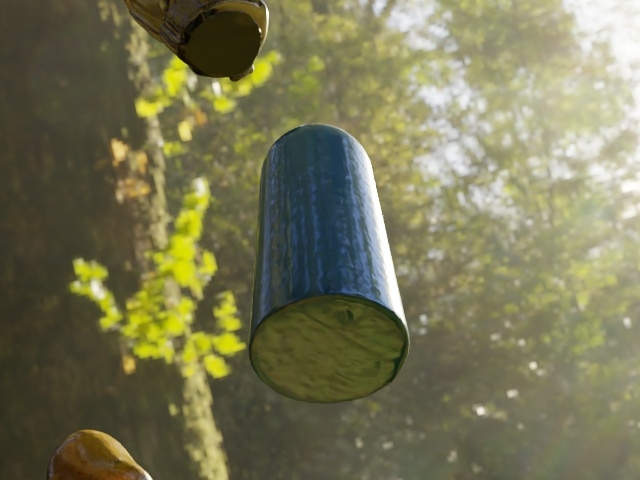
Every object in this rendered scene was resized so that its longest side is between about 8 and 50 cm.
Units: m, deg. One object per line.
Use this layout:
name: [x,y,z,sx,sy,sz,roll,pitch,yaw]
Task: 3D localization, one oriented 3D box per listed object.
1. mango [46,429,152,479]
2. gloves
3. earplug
mango: [-0.217,0.258,1.360,0.090,0.115,0.178,-14,21,-32]
gloves: [-0.157,-0.305,1.607,0.154,0.331,0.141,-45,-55,10]
earplug: [0.000,0.000,1.200,0.132,0.273,0.132,-2,-47,-2]
